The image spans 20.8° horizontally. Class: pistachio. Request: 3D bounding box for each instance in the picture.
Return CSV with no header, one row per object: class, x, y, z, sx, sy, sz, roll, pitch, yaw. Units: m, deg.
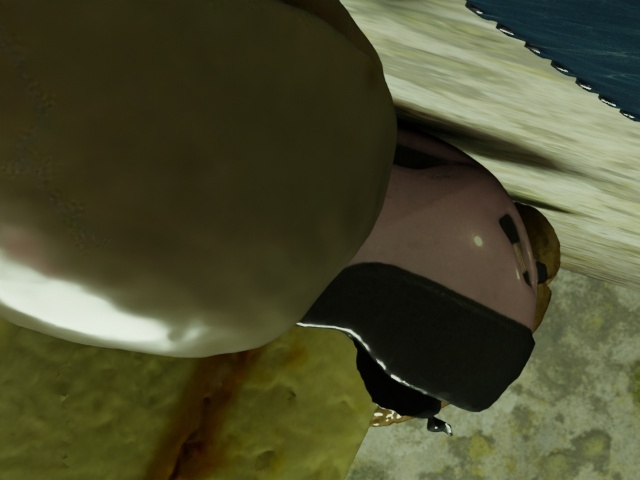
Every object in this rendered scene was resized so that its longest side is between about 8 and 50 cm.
pistachio,-0.068,-0.041,0.485,0.135,0.136,0.226,17,172,43

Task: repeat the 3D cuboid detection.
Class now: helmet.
helmet,0.000,0.000,0.929,0.253,0.154,0.198,28,178,2

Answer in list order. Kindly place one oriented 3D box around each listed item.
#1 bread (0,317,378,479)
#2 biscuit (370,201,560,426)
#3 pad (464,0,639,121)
bread,-0.110,0.054,1.151,0.345,0.405,0.242,32,160,-35
biscuit,0.075,0.051,1.283,0.226,0.226,0.042,17,149,54
pad,0.160,-0.023,0.392,0.269,0.012,0.269,17,180,31
